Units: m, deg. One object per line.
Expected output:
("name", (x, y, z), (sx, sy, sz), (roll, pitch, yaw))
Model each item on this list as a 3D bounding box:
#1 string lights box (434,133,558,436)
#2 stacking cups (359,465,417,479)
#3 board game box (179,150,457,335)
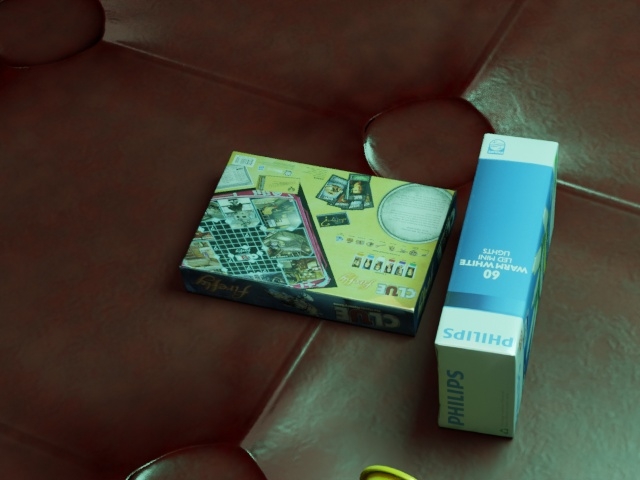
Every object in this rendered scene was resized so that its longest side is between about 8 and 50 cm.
("string lights box", (0.167, 0.040, 1.591), (0.077, 0.133, 0.259), (7, 51, 11))
("stacking cups", (-0.001, 0.335, 1.386), (0.096, 0.096, 0.316), (21, 56, 22))
("board game box", (0.000, 0.000, 1.703), (0.243, 0.042, 0.165), (11, 52, 15))
